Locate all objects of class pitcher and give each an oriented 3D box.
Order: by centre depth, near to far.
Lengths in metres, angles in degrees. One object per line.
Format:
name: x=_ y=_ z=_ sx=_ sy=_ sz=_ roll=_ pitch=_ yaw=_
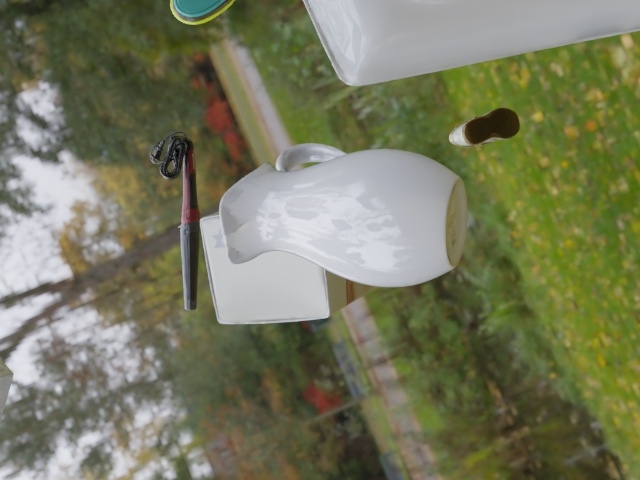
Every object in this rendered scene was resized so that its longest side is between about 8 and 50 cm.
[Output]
pitcher: x=0.034 y=-0.038 z=1.137 sx=0.177 sy=0.207 sz=0.125 roll=-62 pitch=-31 yaw=-47

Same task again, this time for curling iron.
curling iron: x=-0.210 y=-0.029 z=1.834 sx=0.035 sy=0.068 sz=0.274 roll=-149 pitch=51 yaw=-71

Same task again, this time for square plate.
square plate: x=0.118 y=-0.302 z=1.025 sx=0.049 sy=0.347 sz=0.344 roll=110 pitch=142 yaw=-57

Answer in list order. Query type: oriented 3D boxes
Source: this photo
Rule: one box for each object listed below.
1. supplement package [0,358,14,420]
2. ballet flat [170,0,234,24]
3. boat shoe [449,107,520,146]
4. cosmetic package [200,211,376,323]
supplement package: x=-0.566 y=0.180 z=1.707 sx=0.244 sy=0.134 sz=0.139 roll=38 pitch=122 yaw=29
ballet flat: x=-0.108 y=-0.338 z=1.456 sx=0.077 sy=0.231 sz=0.077 roll=23 pitch=160 yaw=5
boat shoe: x=0.245 y=-0.169 z=1.820 sx=0.045 sy=0.135 sz=0.050 roll=-9 pitch=93 yaw=48
cosmetic package: x=0.000 y=0.000 z=1.453 sx=0.296 sy=0.153 sz=0.129 roll=-24 pitch=-72 yaw=-61
